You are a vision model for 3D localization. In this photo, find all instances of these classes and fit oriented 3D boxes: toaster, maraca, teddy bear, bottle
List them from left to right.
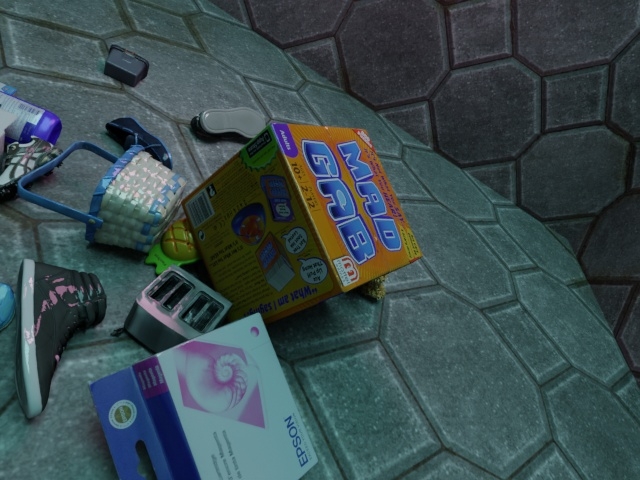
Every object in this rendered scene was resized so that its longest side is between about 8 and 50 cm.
[{"bbox_3d":[-0.792,-0.305,1.026,0.282,0.092,0.118,21,71,-20],"label":"bottle"},{"bbox_3d":[-0.304,0.160,0.908,0.168,0.110,0.186,35,35,-1],"label":"toaster"},{"bbox_3d":[-0.344,0.012,1.060,0.127,0.099,0.185,36,58,19],"label":"maraca"},{"bbox_3d":[0.147,0.034,1.313,0.245,0.113,0.338,-81,156,-63],"label":"teddy bear"}]

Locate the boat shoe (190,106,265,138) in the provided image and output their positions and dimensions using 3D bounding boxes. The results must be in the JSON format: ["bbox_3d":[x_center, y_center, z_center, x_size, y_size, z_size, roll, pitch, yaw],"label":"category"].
[{"bbox_3d":[-0.333,-0.431,1.569,0.302,0.091,0.115,-7,97,-51],"label":"boat shoe"}]

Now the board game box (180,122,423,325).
[{"bbox_3d":[-0.043,-0.028,1.036,0.356,0.356,0.356,-15,80,-52],"label":"board game box"}]

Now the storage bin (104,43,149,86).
[{"bbox_3d":[-0.681,-0.607,1.490,0.135,0.098,0.091,22,48,-20],"label":"storage bin"}]

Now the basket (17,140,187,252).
[{"bbox_3d":[-0.483,-0.111,0.984,0.288,0.201,0.255,30,34,-13],"label":"basket"}]

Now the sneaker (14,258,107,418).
[{"bbox_3d":[-0.462,0.162,0.775,0.146,0.104,0.296,8,46,-40],"label":"sneaker"}]

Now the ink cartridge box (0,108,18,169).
[{"bbox_3d":[-0.795,-0.165,0.853,0.207,0.119,0.354,21,39,-20],"label":"ink cartridge box"}]

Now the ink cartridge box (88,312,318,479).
[{"bbox_3d":[-0.183,0.331,0.759,0.330,0.071,0.324,-17,82,-50],"label":"ink cartridge box"}]

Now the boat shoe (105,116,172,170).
[{"bbox_3d":[-0.528,-0.265,1.234,0.258,0.109,0.089,35,39,27],"label":"boat shoe"}]

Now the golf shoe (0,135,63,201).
[{"bbox_3d":[-0.684,-0.164,0.964,0.094,0.077,0.198,41,42,-14],"label":"golf shoe"}]

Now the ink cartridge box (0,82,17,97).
[{"bbox_3d":[-0.868,-0.378,1.094,0.122,0.052,0.089,23,37,-21],"label":"ink cartridge box"}]

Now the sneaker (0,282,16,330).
[{"bbox_3d":[-0.578,0.133,0.735,0.063,0.073,0.162,21,37,-21],"label":"sneaker"}]
